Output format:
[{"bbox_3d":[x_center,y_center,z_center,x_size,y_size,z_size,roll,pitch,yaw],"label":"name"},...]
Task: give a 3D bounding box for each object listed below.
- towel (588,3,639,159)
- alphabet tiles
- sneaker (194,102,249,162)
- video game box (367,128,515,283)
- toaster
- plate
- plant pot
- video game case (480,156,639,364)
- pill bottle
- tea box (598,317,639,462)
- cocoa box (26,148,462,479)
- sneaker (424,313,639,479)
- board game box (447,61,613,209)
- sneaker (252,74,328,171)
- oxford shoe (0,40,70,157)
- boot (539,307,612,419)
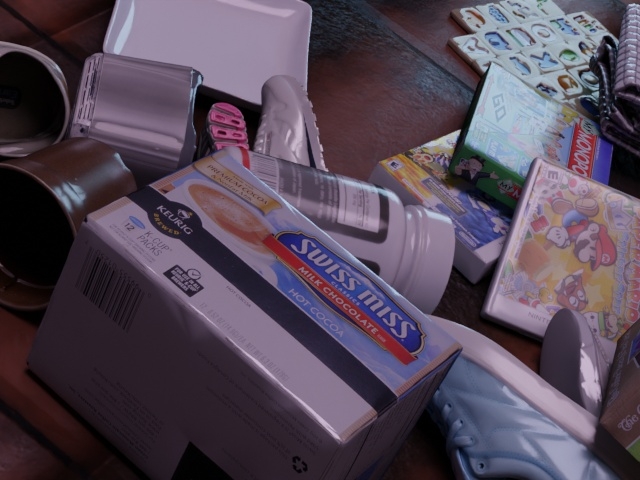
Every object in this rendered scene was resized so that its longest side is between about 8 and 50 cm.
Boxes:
[{"bbox_3d":[0.530,-0.189,2.419,0.284,0.121,0.235,30,39,-15],"label":"towel"},{"bbox_3d":[0.365,-0.282,2.534,0.342,0.011,0.285,-17,56,-41],"label":"alphabet tiles"},{"bbox_3d":[-0.118,-0.080,1.996,0.063,0.075,0.170,-1,69,-22],"label":"sneaker"},{"bbox_3d":[0.194,-0.049,2.149,0.205,0.048,0.187,44,39,20],"label":"video game box"},{"bbox_3d":[-0.226,-0.125,1.934,0.146,0.129,0.227,13,43,-11],"label":"toaster"},{"bbox_3d":[-0.151,-0.275,2.206,0.277,0.045,0.278,16,40,-12],"label":"plate"},{"bbox_3d":[-0.292,-0.029,1.773,0.167,0.167,0.165,35,31,9],"label":"plant pot"},{"bbox_3d":[0.332,0.032,2.062,0.206,0.026,0.227,23,71,-6],"label":"video game case"},{"bbox_3d":[0.000,0.000,1.891,0.283,0.161,0.161,15,40,-16],"label":"pill bottle"},{"bbox_3d":[0.503,0.192,1.797,0.323,0.220,0.329,43,18,1],"label":"tea box"},{"bbox_3d":[-0.080,0.118,1.657,0.347,0.231,0.228,40,39,16],"label":"cocoa box"},{"bbox_3d":[0.179,0.212,1.789,0.366,0.135,0.150,31,64,27],"label":"sneaker"},{"bbox_3d":[0.297,-0.123,2.239,0.213,0.046,0.317,30,29,-3],"label":"board game box"},{"bbox_3d":[-0.051,-0.110,2.032,0.095,0.090,0.235,-8,57,-11],"label":"sneaker"},{"bbox_3d":[-0.472,-0.163,1.794,0.449,0.169,0.130,1,17,-33],"label":"oxford shoe"},{"bbox_3d":[0.344,0.202,1.932,0.123,0.095,0.258,15,48,-24],"label":"boot"}]
